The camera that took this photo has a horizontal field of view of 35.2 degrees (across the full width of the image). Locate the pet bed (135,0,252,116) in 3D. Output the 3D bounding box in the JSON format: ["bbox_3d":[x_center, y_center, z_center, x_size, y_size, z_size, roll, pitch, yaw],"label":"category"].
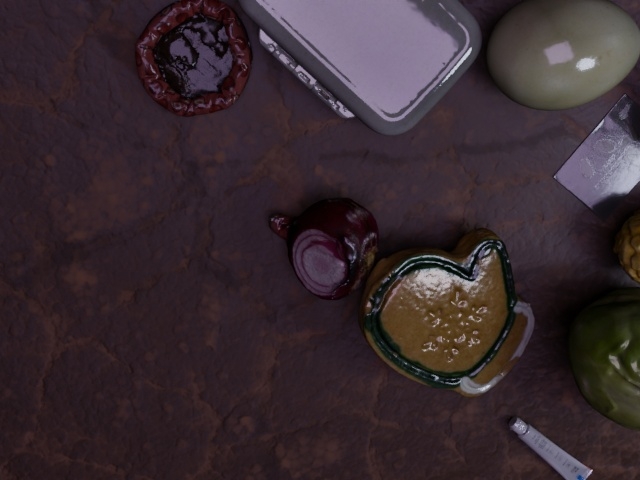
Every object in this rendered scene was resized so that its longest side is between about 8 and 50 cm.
[{"bbox_3d":[-0.206,-0.298,1.647,0.201,0.053,0.201,0,106,0],"label":"pet bed"}]

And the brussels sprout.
[{"bbox_3d":[0.561,0.201,1.704,0.317,0.274,0.242,15,79,-12],"label":"brussels sprout"}]

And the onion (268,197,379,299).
[{"bbox_3d":[0.010,-0.003,1.700,0.198,0.135,0.173,33,122,28],"label":"onion"}]

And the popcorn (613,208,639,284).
[{"bbox_3d":[0.591,0.005,1.719,0.180,0.170,0.180,-7,70,19],"label":"popcorn"}]

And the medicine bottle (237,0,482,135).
[{"bbox_3d":[0.062,-0.362,1.615,0.375,0.123,0.282,42,98,-11],"label":"medicine bottle"}]

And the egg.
[{"bbox_3d":[0.392,-0.306,1.618,0.254,0.188,0.188,-13,103,-8],"label":"egg"}]

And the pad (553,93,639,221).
[{"bbox_3d":[0.513,-0.143,1.757,0.127,0.004,0.190,38,98,-11],"label":"pad"}]

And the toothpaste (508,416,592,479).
[{"bbox_3d":[0.421,0.388,1.855,0.190,0.031,0.048,40,89,-14],"label":"toothpaste"}]

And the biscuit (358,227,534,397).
[{"bbox_3d":[0.233,0.117,1.717,0.344,0.057,0.287,29,96,-29],"label":"biscuit"}]
